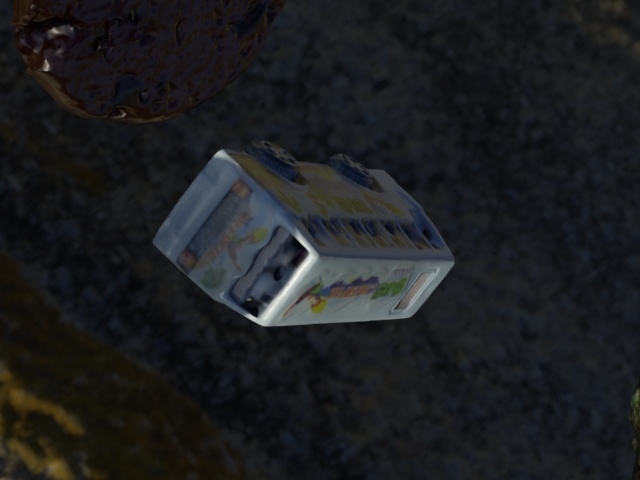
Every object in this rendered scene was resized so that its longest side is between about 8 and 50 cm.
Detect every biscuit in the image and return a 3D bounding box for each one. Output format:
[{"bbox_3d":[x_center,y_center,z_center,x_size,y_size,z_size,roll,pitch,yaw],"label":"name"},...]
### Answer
[{"bbox_3d":[-0.088,-0.149,0.932,0.049,0.192,0.192,34,34,32],"label":"biscuit"}]

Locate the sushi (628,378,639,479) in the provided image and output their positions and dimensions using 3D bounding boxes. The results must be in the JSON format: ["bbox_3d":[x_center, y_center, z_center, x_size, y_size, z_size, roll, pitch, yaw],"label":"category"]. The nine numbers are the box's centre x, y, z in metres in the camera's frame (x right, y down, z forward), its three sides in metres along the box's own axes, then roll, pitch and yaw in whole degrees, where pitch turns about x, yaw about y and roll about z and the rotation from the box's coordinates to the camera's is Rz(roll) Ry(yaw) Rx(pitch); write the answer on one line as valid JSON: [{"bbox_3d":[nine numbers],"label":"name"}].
[{"bbox_3d":[0.215,0.146,0.716,0.211,0.171,0.350,13,75,7],"label":"sushi"}]

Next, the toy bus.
[{"bbox_3d":[0.000,0.000,1.429,0.136,0.109,0.330,41,16,20],"label":"toy bus"}]
